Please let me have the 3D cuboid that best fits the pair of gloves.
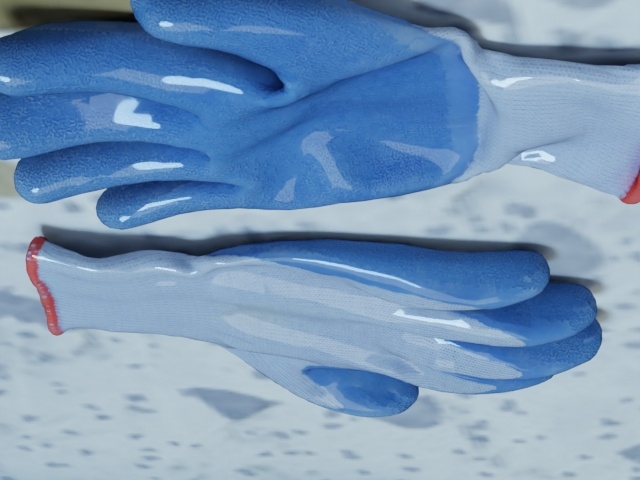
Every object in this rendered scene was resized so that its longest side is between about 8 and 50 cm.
[{"bbox_3d":[0.000,0.000,0.453,0.159,0.023,0.198,5,151,-1],"label":"pair of gloves"}]
